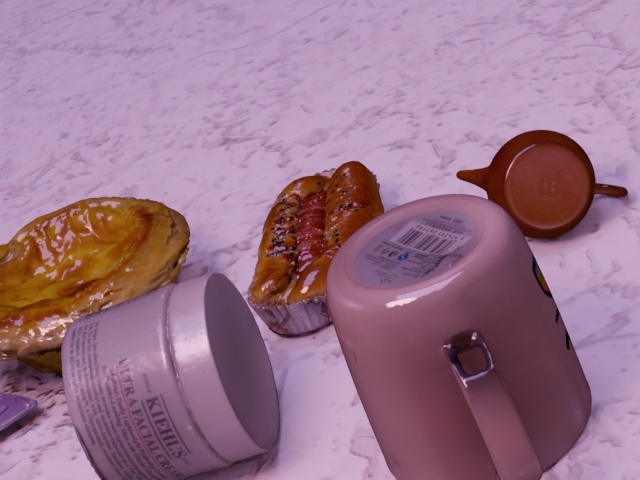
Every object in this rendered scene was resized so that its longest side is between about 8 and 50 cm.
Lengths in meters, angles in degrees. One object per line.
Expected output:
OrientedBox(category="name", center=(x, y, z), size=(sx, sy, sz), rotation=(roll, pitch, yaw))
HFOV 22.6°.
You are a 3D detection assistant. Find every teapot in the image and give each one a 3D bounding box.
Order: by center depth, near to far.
OrientedBox(category="teapot", center=(0.226, -0.057, 1.634), size=(0.173, 0.116, 0.116), rotation=(5, 31, -3))

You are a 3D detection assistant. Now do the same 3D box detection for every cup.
OrientedBox(category="cup", center=(0.118, 0.096, 1.342), size=(0.191, 0.200, 0.253), rotation=(-23, 29, 1))

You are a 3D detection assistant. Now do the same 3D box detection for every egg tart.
OrientedBox(category="egg tart", center=(-0.271, 0.062, 1.784), size=(0.294, 0.116, 0.295), rotation=(-18, 27, 9))

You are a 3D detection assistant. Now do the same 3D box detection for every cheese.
OrientedBox(category="cheese", center=(-0.384, 0.221, 1.673), size=(0.105, 0.042, 0.191), rotation=(5, 39, 40))

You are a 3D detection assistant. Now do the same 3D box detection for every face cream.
OrientedBox(category="face cream", center=(-0.139, 0.134, 1.495), size=(0.153, 0.177, 0.177), rotation=(-20, 29, 12))

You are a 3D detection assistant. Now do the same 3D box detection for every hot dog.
OrientedBox(category="hot dog", center=(0.000, 0.000, 1.724), size=(0.144, 0.075, 0.268), rotation=(-15, 29, 18))
